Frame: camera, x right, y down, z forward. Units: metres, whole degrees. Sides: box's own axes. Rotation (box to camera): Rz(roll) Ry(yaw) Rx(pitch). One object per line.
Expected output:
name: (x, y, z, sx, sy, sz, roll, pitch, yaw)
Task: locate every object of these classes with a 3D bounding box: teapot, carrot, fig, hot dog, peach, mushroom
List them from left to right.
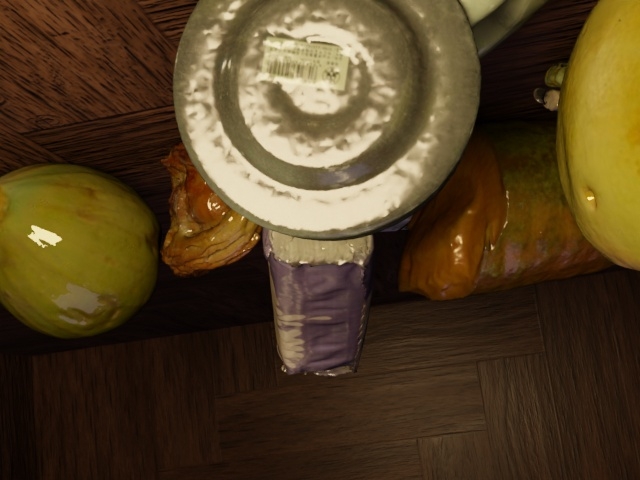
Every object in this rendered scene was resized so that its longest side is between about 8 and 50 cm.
fig: (-0.346, 0.005, 1.110, 0.239, 0.239, 0.271, -14, 147, 30)
hot dog: (-0.152, -0.042, 1.082, 0.114, 0.175, 0.259, 2, 173, -17)
teapot: (0.034, -0.155, 0.736, 0.239, 0.322, 0.239, 30, -177, 5)
carrot: (0.274, -0.051, 1.178, 0.340, 0.242, 0.241, -8, 169, -9)
mushroom: (0.340, -0.175, 1.046, 0.187, 0.060, 0.061, 0, 122, -40)
peach: (0.363, -0.115, 0.724, 0.314, 0.316, 0.281, -6, 171, 23)

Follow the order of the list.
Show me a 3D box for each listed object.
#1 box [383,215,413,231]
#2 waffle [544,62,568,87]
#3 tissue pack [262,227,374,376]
box: (0.191, -0.049, 1.616, 0.154, 0.040, 0.084, -5, 169, -16)
waffle: (0.351, -0.181, 0.949, 0.183, 0.036, 0.169, 5, -169, 1)
tissue pack: (0.000, 0.000, 1.011, 0.125, 0.242, 0.344, -1, 151, 0)
